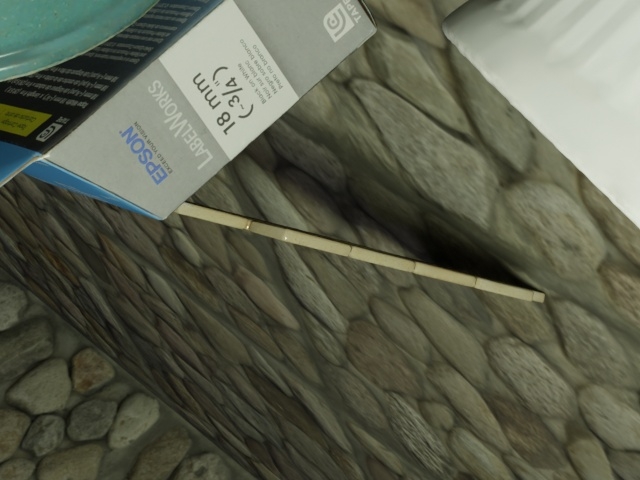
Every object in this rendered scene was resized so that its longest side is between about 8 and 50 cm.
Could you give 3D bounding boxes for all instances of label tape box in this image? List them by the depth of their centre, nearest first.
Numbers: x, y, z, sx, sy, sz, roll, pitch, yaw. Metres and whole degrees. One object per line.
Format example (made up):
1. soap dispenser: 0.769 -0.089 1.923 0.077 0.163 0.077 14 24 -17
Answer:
1. label tape box: -0.155 -0.103 1.296 0.106 0.333 0.240 55 161 -25

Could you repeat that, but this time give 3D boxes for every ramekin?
1. ramekin: 0.198 -0.050 0.770 0.277 0.135 0.277 42 -172 -8

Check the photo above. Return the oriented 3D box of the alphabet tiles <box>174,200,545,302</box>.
1. alphabet tiles: 0.000 0.000 1.378 0.342 0.011 0.285 14 -179 -30

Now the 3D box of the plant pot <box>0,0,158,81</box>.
1. plant pot: -0.256 -0.329 1.061 0.341 0.341 0.334 37 150 28
